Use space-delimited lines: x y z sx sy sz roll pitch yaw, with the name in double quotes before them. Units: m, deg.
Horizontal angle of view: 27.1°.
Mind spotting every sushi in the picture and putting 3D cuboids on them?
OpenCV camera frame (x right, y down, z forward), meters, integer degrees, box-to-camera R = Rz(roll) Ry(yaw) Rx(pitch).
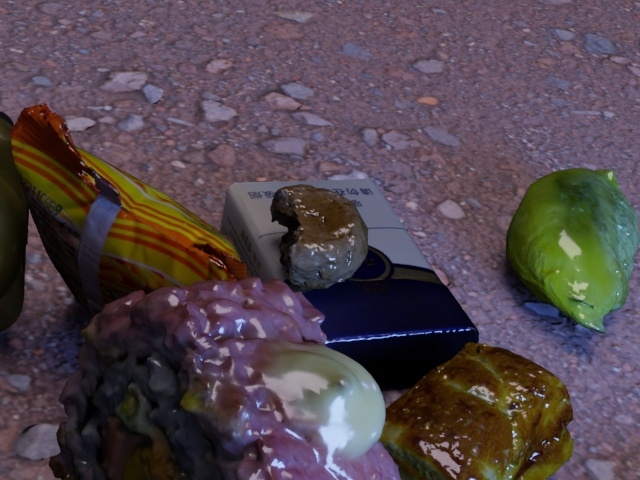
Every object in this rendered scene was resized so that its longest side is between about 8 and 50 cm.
"sushi" -0.048 0.157 0.886 0.171 0.236 0.270 2 46 -43

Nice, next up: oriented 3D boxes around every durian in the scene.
"durian" 0.264 0.000 1.378 0.139 0.101 0.250 21 32 11

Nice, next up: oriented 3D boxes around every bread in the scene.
"bread" 0.117 0.161 1.068 0.132 0.103 0.172 24 36 29
"bread" 0.000 0.000 1.184 0.082 0.060 0.113 3 36 -11

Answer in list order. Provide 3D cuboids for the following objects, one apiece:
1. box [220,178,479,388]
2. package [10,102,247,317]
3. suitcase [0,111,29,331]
"box" 0.020 0.037 1.257 0.168 0.071 0.259 -3 35 -24
"package" -0.140 0.026 1.088 0.223 0.288 0.108 29 74 16
"suitcase" -0.348 -0.012 1.075 0.235 0.194 0.143 -4 22 -26
